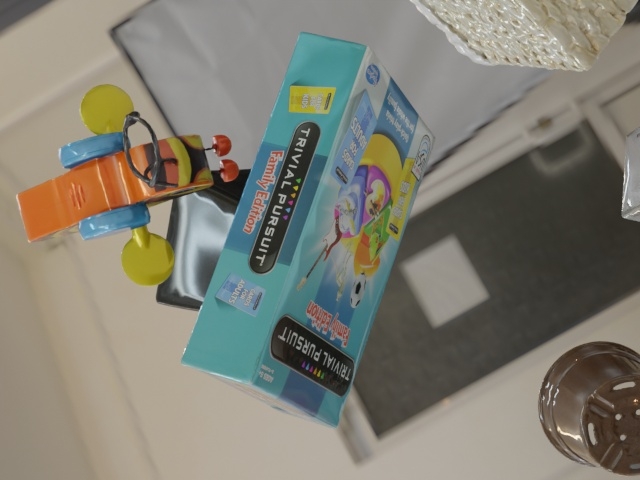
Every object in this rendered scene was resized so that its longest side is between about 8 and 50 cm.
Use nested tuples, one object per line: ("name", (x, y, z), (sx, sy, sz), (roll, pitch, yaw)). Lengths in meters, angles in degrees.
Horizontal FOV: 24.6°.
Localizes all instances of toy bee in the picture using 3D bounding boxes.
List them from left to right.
("toy bee", (-0.168, -0.051, 1.444), (0.298, 0.162, 0.195), (15, 112, 50))

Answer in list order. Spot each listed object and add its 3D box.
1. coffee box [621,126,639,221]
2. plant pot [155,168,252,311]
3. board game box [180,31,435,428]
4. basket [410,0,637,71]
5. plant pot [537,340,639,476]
("coffee box", (0.455, -0.061, 1.511), (0.141, 0.247, 0.098), (141, 138, -67))
("plant pot", (-0.089, 0.014, 2.003), (0.167, 0.187, 0.188), (19, -166, 32))
("board game box", (0.000, 0.000, 1.461), (0.079, 0.336, 0.254), (15, 170, 23))
("basket", (0.259, -0.423, 1.853), (0.331, 0.328, 0.266), (39, 175, -30))
("plant pot", (0.369, 0.219, 1.836), (0.167, 0.167, 0.165), (60, 180, -4))
